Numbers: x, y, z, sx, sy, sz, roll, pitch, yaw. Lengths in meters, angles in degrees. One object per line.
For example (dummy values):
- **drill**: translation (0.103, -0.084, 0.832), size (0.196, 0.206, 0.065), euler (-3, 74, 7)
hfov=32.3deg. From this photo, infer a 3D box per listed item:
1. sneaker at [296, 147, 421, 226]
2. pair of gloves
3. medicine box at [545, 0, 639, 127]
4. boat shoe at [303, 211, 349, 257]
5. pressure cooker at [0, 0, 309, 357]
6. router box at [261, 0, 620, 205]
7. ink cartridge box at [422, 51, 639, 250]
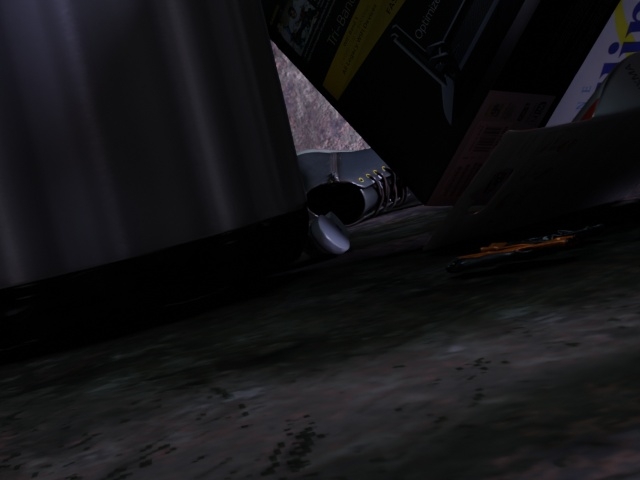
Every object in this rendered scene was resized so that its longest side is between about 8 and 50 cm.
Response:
- **sneaker**: translation (0.075, -0.057, 1.225), size (0.222, 0.083, 0.118), euler (-7, 22, -10)
- **pair of gloves**: translation (0.113, 0.005, 0.603), size (0.074, 0.010, 0.083), euler (-12, 1, 32)
- **medicine box**: translation (0.258, -0.190, 0.916), size (0.289, 0.149, 0.263), euler (-15, -40, -19)
- **boat shoe**: translation (0.000, 0.000, 0.890), size (0.035, 0.035, 0.100), euler (-40, 5, 9)
- **pressure cooker**: translation (-0.221, -0.145, 0.816), size (0.370, 0.420, 0.375), euler (-9, 6, 33)
- **router box**: translation (0.095, -0.215, 0.755), size (0.081, 0.243, 0.308), euler (-2, -48, -41)
- **ink cartridge box**: translation (0.158, -0.061, 0.721), size (0.179, 0.045, 0.145), euler (-12, -25, -23)
